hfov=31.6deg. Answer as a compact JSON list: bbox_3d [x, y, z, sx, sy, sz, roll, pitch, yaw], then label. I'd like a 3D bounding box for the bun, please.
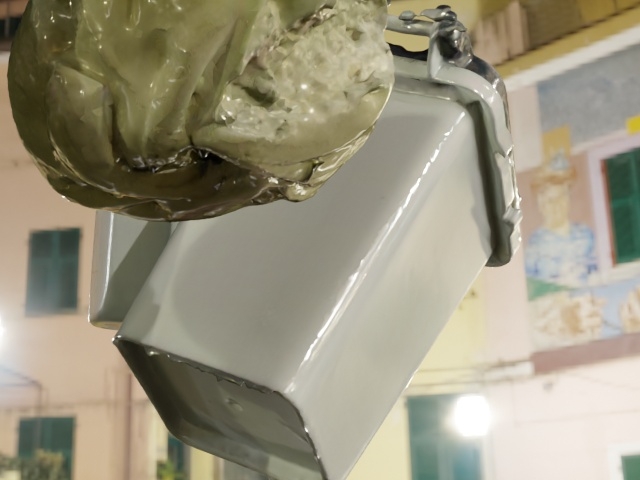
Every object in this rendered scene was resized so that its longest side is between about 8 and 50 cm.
[{"bbox_3d":[-0.058,-0.088,0.633,0.210,0.116,0.237,12,-45,-35],"label":"bun"}]

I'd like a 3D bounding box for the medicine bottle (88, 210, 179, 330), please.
[{"bbox_3d":[-0.172,-0.057,1.154,0.111,0.296,0.161,2,-10,-5],"label":"medicine bottle"}]

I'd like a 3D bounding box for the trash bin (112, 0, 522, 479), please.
[{"bbox_3d":[0.000,0.000,0.975,0.256,0.367,0.296,17,-33,25],"label":"trash bin"}]
